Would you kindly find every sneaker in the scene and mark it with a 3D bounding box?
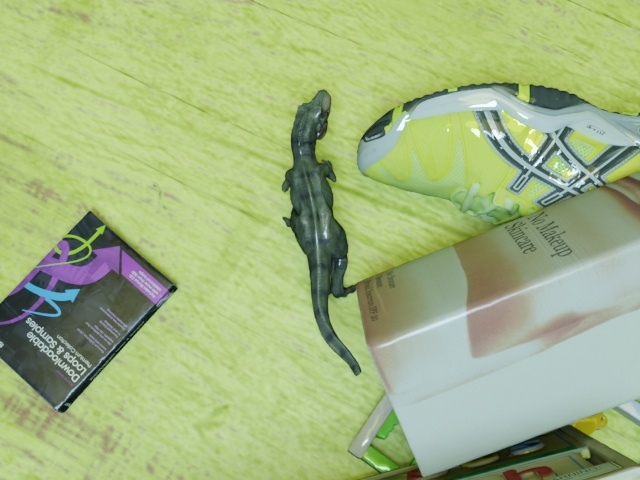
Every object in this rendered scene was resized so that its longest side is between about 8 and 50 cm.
[{"bbox_3d":[0.223,-0.048,0.870,0.384,0.145,0.147,6,76,4],"label":"sneaker"}]

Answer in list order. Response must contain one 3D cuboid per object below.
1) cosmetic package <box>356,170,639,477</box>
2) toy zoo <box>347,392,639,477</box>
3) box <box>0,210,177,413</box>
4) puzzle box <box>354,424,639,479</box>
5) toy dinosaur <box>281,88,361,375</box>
[{"bbox_3d":[0.190,0.057,0.763,0.296,0.153,0.129,-22,106,4],"label":"cosmetic package"},{"bbox_3d":[0.198,0.199,0.861,0.293,0.030,0.192,34,78,9],"label":"toy zoo"},{"bbox_3d":[-0.235,0.067,0.897,0.116,0.029,0.162,39,80,10],"label":"box"},{"bbox_3d":[0.023,0.227,0.708,0.409,0.272,0.052,-16,83,2],"label":"puzzle box"},{"bbox_3d":[0.000,0.000,0.868,0.064,0.118,0.268,-9,76,-2],"label":"toy dinosaur"}]
